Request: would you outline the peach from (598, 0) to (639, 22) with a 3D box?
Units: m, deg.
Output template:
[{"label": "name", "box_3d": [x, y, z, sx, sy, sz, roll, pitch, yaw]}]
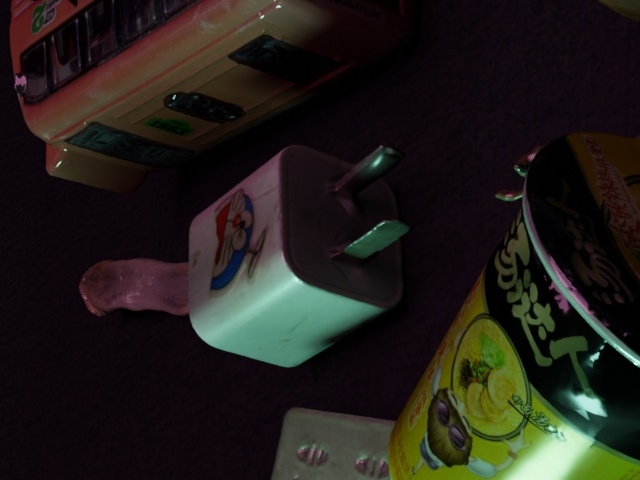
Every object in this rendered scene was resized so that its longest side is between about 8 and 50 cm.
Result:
[{"label": "peach", "box_3d": [0.226, -0.252, 0.978, 0.232, 0.232, 0.233, -30, 51, 45]}]

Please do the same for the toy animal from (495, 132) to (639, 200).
[{"label": "toy animal", "box_3d": [0.196, -0.042, 1.064, 0.219, 0.069, 0.086, -11, 44, 47]}]

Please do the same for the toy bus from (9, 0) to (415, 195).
[{"label": "toy bus", "box_3d": [-0.109, -0.212, 1.465, 0.427, 0.203, 0.233, -23, 61, 46]}]

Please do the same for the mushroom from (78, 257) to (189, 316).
[{"label": "mushroom", "box_3d": [-0.166, 0.046, 1.559, 0.202, 0.054, 0.059, -3, 77, 49]}]

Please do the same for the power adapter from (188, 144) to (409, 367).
[{"label": "power adapter", "box_3d": [0.000, 0.000, 1.266, 0.205, 0.125, 0.130, -36, 46, 42]}]

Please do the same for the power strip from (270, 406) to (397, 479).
[{"label": "power strip", "box_3d": [0.062, 0.180, 1.157, 0.288, 0.053, 0.093, -2, 72, 56]}]

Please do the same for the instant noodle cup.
[{"label": "instant noodle cup", "box_3d": [0.158, 0.084, 0.949, 0.236, 0.215, 0.216, -56, 35, 38]}]
